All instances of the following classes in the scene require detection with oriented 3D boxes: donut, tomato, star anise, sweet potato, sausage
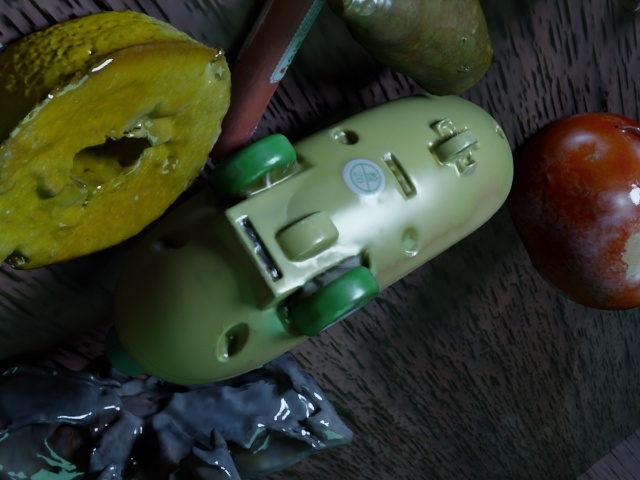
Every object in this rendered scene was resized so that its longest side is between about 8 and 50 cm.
[{"bbox_3d":[-0.135,-0.061,0.935,0.162,0.065,0.178,-53,155,21],"label":"donut"},{"bbox_3d":[0.250,-0.025,1.506,0.151,0.187,0.187,-20,162,11],"label":"tomato"},{"bbox_3d":[-0.114,0.134,1.198,0.198,0.257,0.110,-49,146,-57],"label":"star anise"},{"bbox_3d":[0.057,-0.143,1.059,0.077,0.077,0.244,-42,162,9],"label":"sweet potato"},{"bbox_3d":[-0.021,-0.133,1.013,0.034,0.034,0.253,-19,153,-42],"label":"sausage"}]

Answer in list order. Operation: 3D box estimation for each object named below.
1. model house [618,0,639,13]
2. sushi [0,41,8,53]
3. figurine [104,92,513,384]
[{"bbox_3d":[0.313,-0.225,1.061,0.326,0.244,0.169,-46,149,23],"label":"model house"},{"bbox_3d":[-0.227,-0.070,0.814,0.120,0.026,0.126,-46,163,11],"label":"sushi"},{"bbox_3d":[0.000,0.000,1.168,0.324,0.124,0.222,-29,172,-33],"label":"figurine"}]
